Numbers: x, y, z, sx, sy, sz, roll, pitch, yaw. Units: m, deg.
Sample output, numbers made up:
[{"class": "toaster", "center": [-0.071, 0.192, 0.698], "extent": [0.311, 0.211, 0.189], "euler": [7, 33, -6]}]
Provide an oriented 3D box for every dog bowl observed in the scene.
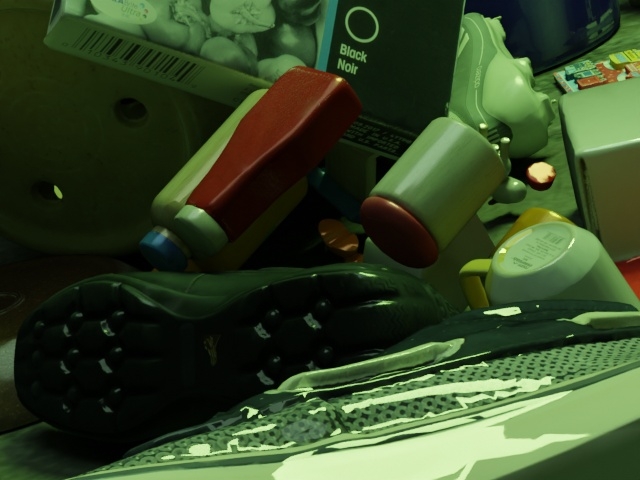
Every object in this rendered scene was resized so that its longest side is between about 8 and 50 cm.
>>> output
[{"class": "dog bowl", "center": [0.082, -0.182, 1.394], "extent": [0.265, 0.104, 0.265], "euler": [-13, 17, 4]}]

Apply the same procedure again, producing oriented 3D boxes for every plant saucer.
[{"class": "plant saucer", "center": [-0.166, 0.048, 0.967], "extent": [0.199, 0.036, 0.198], "euler": [-13, 17, 4]}]

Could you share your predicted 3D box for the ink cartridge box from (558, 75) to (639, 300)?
[{"class": "ink cartridge box", "center": [0.263, -0.043, 0.847], "extent": [0.296, 0.066, 0.261], "euler": [-13, 15, 7]}]

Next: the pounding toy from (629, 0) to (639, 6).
[{"class": "pounding toy", "center": [0.275, -0.287, 1.353], "extent": [0.094, 0.206, 0.181], "euler": [-26, 11, -33]}]

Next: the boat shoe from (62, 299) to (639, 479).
[{"class": "boat shoe", "center": [-0.007, 0.099, 0.545], "extent": [0.341, 0.127, 0.158], "euler": [-11, 8, -16]}]

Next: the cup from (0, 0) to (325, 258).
[{"class": "cup", "center": [-0.112, -0.126, 1.072], "extent": [0.331, 0.331, 0.237], "euler": [-8, 33, 22]}]

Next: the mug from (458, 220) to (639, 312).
[{"class": "mug", "center": [0.087, 0.030, 0.738], "extent": [0.078, 0.064, 0.062], "euler": [-14, 30, 26]}]

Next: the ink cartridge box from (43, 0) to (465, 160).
[{"class": "ink cartridge box", "center": [-0.020, -0.163, 0.953], "extent": [0.206, 0.208, 0.045], "euler": [16, -23, -21]}]

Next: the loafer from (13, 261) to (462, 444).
[{"class": "loafer", "center": [-0.038, 0.050, 0.808], "extent": [0.223, 0.076, 0.078], "euler": [-7, -13, 37]}]

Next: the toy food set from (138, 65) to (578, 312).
[{"class": "toy food set", "center": [0.000, 0.000, 0.849], "extent": [0.232, 0.111, 0.104], "euler": [21, 62, 45]}]

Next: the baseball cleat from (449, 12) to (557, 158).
[{"class": "baseball cleat", "center": [0.076, -0.086, 1.144], "extent": [0.109, 0.072, 0.206], "euler": [-21, 13, 1]}]

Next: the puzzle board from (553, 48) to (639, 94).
[{"class": "puzzle board", "center": [0.203, -0.104, 1.199], "extent": [0.096, 0.011, 0.128], "euler": [-14, 17, 2]}]

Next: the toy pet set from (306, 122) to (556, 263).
[{"class": "toy pet set", "center": [0.042, -0.014, 0.994], "extent": [0.122, 0.065, 0.114], "euler": [-31, 54, -25]}]
